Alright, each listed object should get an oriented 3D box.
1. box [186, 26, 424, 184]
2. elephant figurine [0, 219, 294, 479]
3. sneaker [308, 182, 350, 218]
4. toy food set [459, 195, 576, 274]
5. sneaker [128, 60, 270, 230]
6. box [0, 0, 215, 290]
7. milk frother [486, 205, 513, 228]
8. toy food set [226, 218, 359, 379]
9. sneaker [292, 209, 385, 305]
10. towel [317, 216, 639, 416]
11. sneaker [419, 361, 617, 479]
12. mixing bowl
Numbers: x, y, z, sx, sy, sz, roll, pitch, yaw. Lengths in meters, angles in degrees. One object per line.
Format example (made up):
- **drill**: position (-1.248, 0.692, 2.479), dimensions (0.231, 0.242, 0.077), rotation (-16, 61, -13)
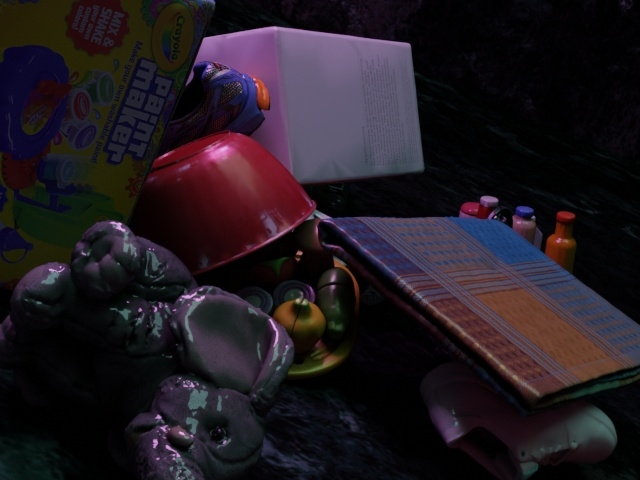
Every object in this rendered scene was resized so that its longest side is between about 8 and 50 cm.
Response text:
- **box**: position (-0.048, -0.142, 1.489), dimensions (0.215, 0.168, 0.345), rotation (-5, 2, 29)
- **elephant figurine**: position (-0.098, 0.112, 0.881), dimensions (0.239, 0.186, 0.169), rotation (40, -23, 15)
- **sneaker**: position (0.022, -0.093, 1.722), dimensions (0.051, 0.089, 0.170), rotation (22, 16, -7)
- **toy food set**: position (0.262, -0.022, 1.763), dimensions (0.111, 0.105, 0.232), rotation (0, 22, -16)
- **sneaker**: position (-0.156, -0.100, 1.279), dimensions (0.087, 0.221, 0.083), rotation (37, 12, -42)
- **box**: position (-0.249, -0.141, 1.141), dimensions (0.177, 0.290, 0.279), rotation (17, 17, -24)
- **milk frother**: position (0.227, 0.049, 1.481), dimensions (0.134, 0.143, 0.129), rotation (27, 9, 15)
- **toy food set**: position (-0.024, 0.031, 1.198), dimensions (0.128, 0.071, 0.218), rotation (5, 38, 0)
- **sneaker**: position (0.000, 0.000, 1.396), dimensions (0.153, 0.094, 0.235), rotation (42, 32, 23)
- **towel**: position (0.182, 0.062, 1.256), dimensions (0.271, 0.040, 0.370), rotation (40, 21, 25)
- **sneaker**: position (0.186, 0.185, 1.162), dimensions (0.212, 0.080, 0.094), rotation (18, 36, -24)
- **mixing bowl**: position (-0.106, -0.042, 1.202), dimensions (0.181, 0.181, 0.098), rotation (-69, 137, -73)
